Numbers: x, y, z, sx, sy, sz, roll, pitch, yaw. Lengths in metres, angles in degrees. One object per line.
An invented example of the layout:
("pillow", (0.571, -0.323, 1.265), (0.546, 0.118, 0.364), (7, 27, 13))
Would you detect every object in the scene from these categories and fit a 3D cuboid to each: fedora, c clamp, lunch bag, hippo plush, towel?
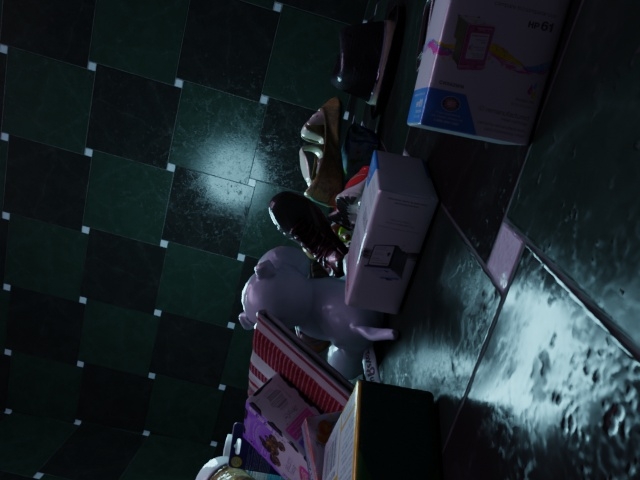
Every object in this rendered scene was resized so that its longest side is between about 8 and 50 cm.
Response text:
("fedora", (0.115, -0.496, 1.278), (0.334, 0.153, 0.333), (-170, 90, -87))
("c clamp", (0.184, -0.358, 0.786), (0.137, 0.022, 0.160), (82, -164, -83))
("lunch bag", (0.097, -0.237, 1.272), (0.151, 0.097, 0.128), (-105, 23, -59))
("hippo plush", (-0.020, 0.131, 0.817), (0.294, 0.237, 0.234), (-84, 6, -59))
("towel", (-0.028, 0.267, 0.782), (0.037, 0.237, 0.328), (-40, -22, -34))

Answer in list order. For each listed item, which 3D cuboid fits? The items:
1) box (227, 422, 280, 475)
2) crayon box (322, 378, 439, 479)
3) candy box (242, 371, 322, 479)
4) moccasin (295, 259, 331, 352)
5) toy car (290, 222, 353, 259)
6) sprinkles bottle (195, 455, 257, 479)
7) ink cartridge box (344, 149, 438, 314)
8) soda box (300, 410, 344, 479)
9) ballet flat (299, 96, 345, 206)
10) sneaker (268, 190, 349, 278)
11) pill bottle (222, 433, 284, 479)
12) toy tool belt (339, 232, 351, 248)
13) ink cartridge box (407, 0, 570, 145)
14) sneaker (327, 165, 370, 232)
("box", (-0.084, 0.459, 1.028), (0.036, 0.226, 0.136), (-85, 6, -68))
("crayon box", (0.043, 0.325, 0.426), (0.203, 0.083, 0.322), (103, 177, -48))
("candy box", (-0.031, 0.332, 0.749), (0.070, 0.196, 0.164), (-38, -25, -35))
("moccasin", (-0.005, 0.200, 1.368), (0.380, 0.139, 0.146), (-93, 0, -63))
("toy car", (0.000, 0.000, 1.397), (0.155, 0.189, 0.148), (-117, 38, -85))
("sprinkles bottle", (-0.136, 0.572, 0.967), (0.356, 0.121, 0.121), (1, 79, 51))
("ink cartridge box", (0.093, -0.013, 0.669), (0.139, 0.082, 0.190), (-83, 3, -58))
("soda box", (0.020, 0.327, 0.613), (0.063, 0.058, 0.183), (105, 156, -54))
("ballet flat", (0.002, -0.247, 1.209), (0.123, 0.123, 0.348), (106, 166, -62))
("sneaker", (0.003, 0.000, 1.091), (0.106, 0.281, 0.162), (-47, 23, 2))
("pill bottle", (-0.158, 0.653, 1.409), (0.146, 0.264, 0.146), (-169, 90, -88))
("toy tool belt", (0.079, 0.023, 1.274), (0.051, 0.052, 0.083), (14, 98, 56))
("ink cartridge box", (0.128, -0.144, 0.366), (0.052, 0.089, 0.122), (-92, 12, -78))
("sneaker", (0.094, -0.088, 1.073), (0.118, 0.107, 0.279), (-60, 0, -14))
